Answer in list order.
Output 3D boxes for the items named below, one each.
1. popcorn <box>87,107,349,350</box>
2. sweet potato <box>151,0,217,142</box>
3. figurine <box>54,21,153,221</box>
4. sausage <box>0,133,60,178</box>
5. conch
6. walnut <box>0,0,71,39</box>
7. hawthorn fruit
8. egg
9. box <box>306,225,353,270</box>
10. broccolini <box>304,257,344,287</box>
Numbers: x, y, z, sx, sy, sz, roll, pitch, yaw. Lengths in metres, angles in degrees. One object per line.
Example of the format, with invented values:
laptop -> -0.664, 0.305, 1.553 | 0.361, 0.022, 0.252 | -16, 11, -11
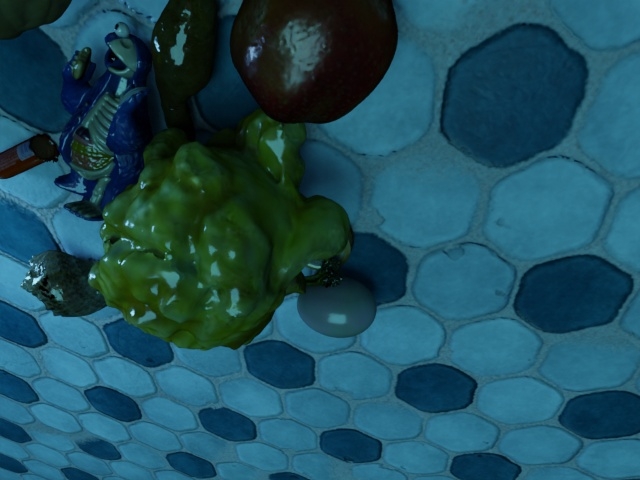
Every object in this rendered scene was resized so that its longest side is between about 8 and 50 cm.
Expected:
popcorn -> -0.148, -0.004, 0.585 | 0.274, 0.279, 0.335 | 47, 142, 11
sweet potato -> -0.174, -0.210, 0.554 | 0.075, 0.075, 0.269 | 22, 134, -4
figurine -> -0.279, -0.154, 0.603 | 0.164, 0.121, 0.262 | 53, 123, 20
sausage -> -0.488, -0.128, 0.715 | 0.145, 0.048, 0.050 | -15, 162, 24
conch -> -0.467, 0.083, 0.865 | 0.207, 0.130, 0.155 | -6, 165, -9
walnut -> -0.336, -0.323, 0.349 | 0.252, 0.277, 0.313 | 4, 169, -8
hawthorn fruit -> -0.003, -0.217, 0.453 | 0.169, 0.169, 0.188 | 31, 130, -12
egg -> 0.027, 0.110, 0.744 | 0.135, 0.103, 0.103 | 5, 130, 15
box -> 0.000, 0.000, 0.705 | 0.105, 0.037, 0.105 | 6, 129, 8
broccolini -> -0.047, 0.063, 0.718 | 0.194, 0.054, 0.052 | -8, 146, 23
